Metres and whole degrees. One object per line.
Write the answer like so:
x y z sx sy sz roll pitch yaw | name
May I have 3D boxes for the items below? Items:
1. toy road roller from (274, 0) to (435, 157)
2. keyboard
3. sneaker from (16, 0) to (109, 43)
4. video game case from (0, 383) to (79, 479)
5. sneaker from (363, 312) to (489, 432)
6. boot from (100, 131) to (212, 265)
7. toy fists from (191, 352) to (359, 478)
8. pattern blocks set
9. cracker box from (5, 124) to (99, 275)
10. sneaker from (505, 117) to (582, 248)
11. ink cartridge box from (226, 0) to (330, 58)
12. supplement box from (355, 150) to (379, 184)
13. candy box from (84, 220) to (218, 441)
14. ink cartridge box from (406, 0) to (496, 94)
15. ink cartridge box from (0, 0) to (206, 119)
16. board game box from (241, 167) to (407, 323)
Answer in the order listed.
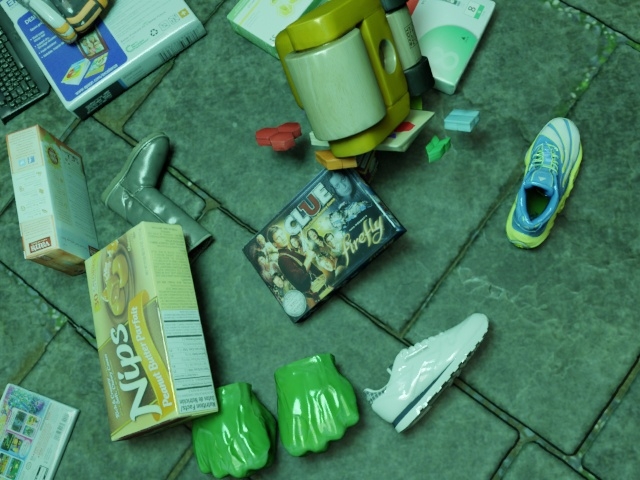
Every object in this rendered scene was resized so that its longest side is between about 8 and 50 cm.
0.019 -0.277 1.085 0.240 0.202 0.329 -5 29 34 | toy road roller
-0.698 -0.367 1.361 0.201 0.033 0.317 -35 73 -1 | keyboard
-0.522 -0.530 1.278 0.321 0.124 0.180 42 82 6 | sneaker
-0.510 0.346 1.163 0.143 0.019 0.157 17 80 12 | video game case
0.174 0.194 1.072 0.235 0.090 0.095 -45 65 -6 | sneaker
-0.274 -0.067 1.203 0.208 0.076 0.189 39 99 22 | boot
-0.074 0.292 1.076 0.279 0.096 0.142 -19 62 4 | toy fists
0.083 -0.188 1.123 0.325 0.026 0.285 20 43 38 | pattern blocks set
-0.470 -0.066 1.188 0.067 0.156 0.232 -18 74 4 | cracker box
0.375 -0.105 1.091 0.091 0.126 0.240 17 80 12 | sneaker
-0.033 -0.415 1.266 0.235 0.056 0.171 36 83 17 | ink cartridge box
0.071 -0.132 1.164 0.043 0.083 0.055 20 80 13 | supplement box
-0.284 0.149 1.099 0.183 0.087 0.316 -28 69 36 | candy box
0.178 -0.390 1.221 0.224 0.056 0.181 26 81 7 | ink cartridge box
-0.432 -0.441 1.325 0.303 0.072 0.307 -36 71 0 | ink cartridge box
0.000 0.000 1.118 0.243 0.042 0.165 -43 73 19 | board game box
